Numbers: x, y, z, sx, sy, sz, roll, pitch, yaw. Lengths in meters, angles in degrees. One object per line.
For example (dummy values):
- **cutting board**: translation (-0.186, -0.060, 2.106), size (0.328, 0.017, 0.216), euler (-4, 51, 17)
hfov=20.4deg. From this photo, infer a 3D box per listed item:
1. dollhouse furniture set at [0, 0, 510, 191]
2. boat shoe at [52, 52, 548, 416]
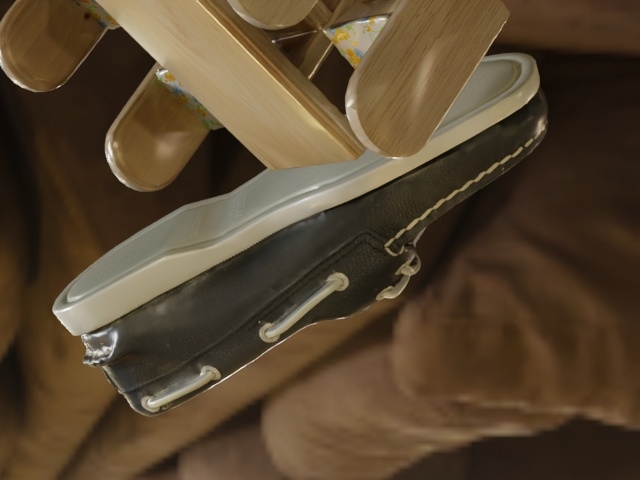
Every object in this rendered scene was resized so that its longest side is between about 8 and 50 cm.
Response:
- **dollhouse furniture set**: translation (-0.090, -0.097, 0.745), size (0.242, 0.161, 0.212), euler (44, 155, -25)
- **boat shoe**: translation (0.000, 0.000, 0.960), size (0.302, 0.091, 0.114), euler (-26, -161, 25)
